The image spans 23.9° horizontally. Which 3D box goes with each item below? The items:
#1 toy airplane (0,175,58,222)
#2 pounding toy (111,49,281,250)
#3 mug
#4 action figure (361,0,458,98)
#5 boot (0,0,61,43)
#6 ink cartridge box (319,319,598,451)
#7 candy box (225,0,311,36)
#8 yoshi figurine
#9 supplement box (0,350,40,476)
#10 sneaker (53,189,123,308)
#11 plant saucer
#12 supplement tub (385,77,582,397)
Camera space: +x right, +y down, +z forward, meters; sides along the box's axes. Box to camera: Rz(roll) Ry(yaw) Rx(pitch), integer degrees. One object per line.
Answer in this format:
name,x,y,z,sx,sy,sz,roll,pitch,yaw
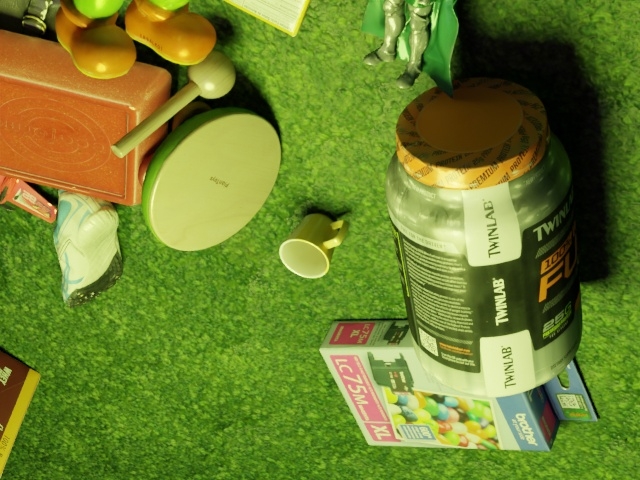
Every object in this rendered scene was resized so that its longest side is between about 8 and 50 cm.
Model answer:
toy airplane,-0.395,-0.088,1.943,0.151,0.028,0.151,14,137,14
pounding toy,-0.156,-0.107,1.715,0.110,0.183,0.237,40,163,35
mug,-0.002,0.002,1.792,0.078,0.064,0.062,8,134,21
action figure,0.091,-0.261,1.473,0.137,0.063,0.232,37,139,28
boot,-0.365,-0.238,1.735,0.229,0.091,0.263,28,144,-8
ink cartridge box,0.171,0.181,1.883,0.311,0.065,0.185,-4,130,29
candy box,-0.099,-0.300,1.568,0.206,0.027,0.105,28,138,1
yoshi figurine,-0.132,-0.321,1.437,0.203,0.203,0.362,12,124,-7
supplement box,-0.549,0.247,2.218,0.194,0.191,0.129,33,140,-22
sneaker,-0.307,0.007,1.964,0.086,0.085,0.237,53,152,23
plant saucer,-0.310,-0.134,1.770,0.258,0.047,0.259,14,148,0
supplement tub,0.174,-0.002,1.596,0.194,0.193,0.316,8,135,22
